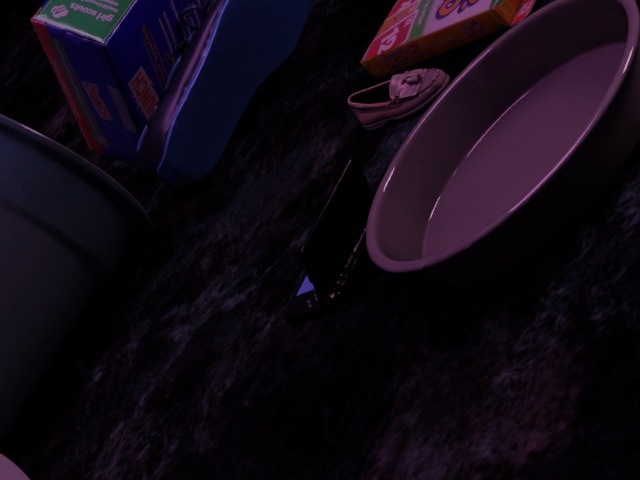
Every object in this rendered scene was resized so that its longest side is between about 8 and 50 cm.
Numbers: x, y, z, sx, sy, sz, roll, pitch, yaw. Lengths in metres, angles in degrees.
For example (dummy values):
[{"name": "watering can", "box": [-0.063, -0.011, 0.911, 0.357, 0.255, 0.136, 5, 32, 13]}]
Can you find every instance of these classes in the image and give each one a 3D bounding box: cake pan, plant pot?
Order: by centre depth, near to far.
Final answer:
[{"name": "cake pan", "box": [0.156, -0.077, 1.374, 0.293, 0.054, 0.293, -41, 22, 20]}, {"name": "plant pot", "box": [-0.421, 0.056, 1.988, 0.341, 0.341, 0.334, -9, 51, 61]}]

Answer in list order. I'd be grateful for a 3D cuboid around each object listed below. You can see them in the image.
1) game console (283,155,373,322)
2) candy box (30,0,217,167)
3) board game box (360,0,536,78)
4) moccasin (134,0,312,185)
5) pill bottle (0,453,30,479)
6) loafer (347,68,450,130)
[{"name": "game console", "box": [0.000, 0.000, 1.538, 0.107, 0.071, 0.122, -21, 33, 52]}, {"name": "candy box", "box": [-0.209, -0.292, 2.216, 0.122, 0.268, 0.317, 18, 60, 22]}, {"name": "board game box", "box": [0.146, -0.244, 1.733, 0.259, 0.039, 0.124, -11, 43, 56]}, {"name": "moccasin", "box": [-0.136, -0.226, 2.122, 0.117, 0.138, 0.342, 3, 53, 51]}, {"name": "pill bottle", "box": [-0.412, 0.342, 1.614, 0.334, 0.188, 0.188, -42, 21, 19]}, {"name": "loafer", "box": [0.074, -0.143, 1.687, 0.125, 0.039, 0.045, -24, 31, 50]}]
